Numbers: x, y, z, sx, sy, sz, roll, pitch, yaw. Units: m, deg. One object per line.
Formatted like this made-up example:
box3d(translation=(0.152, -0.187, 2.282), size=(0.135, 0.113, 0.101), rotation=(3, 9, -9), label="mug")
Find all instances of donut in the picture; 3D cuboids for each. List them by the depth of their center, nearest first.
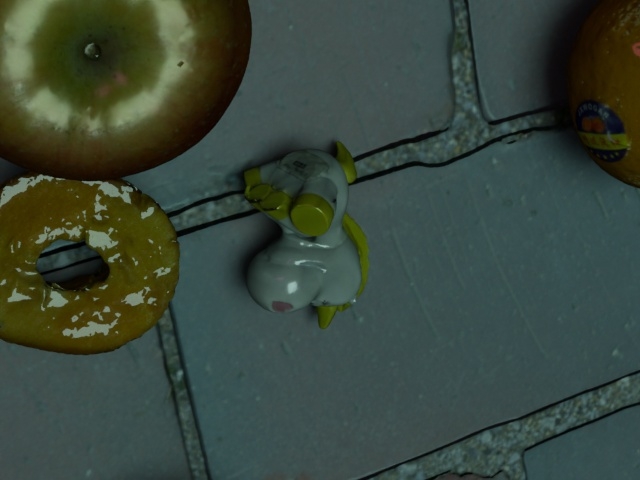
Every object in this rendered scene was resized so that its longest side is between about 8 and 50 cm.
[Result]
box3d(translation=(-0.207, 0.012, 0.989), size=(0.178, 0.065, 0.162), rotation=(23, 99, -29), label="donut")

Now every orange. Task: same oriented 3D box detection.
box3d(translation=(0.335, -0.151, 1.122), size=(0.219, 0.193, 0.219), rotation=(-3, 95, -37), label="orange")

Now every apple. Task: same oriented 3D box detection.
box3d(translation=(-0.173, -0.153, 0.898), size=(0.235, 0.173, 0.210), rotation=(10, 105, -18), label="apple")

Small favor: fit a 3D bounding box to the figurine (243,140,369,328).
box3d(translation=(-0.005, 0.005, 1.068), size=(0.130, 0.109, 0.178), rotation=(-23, 119, -41), label="figurine")
